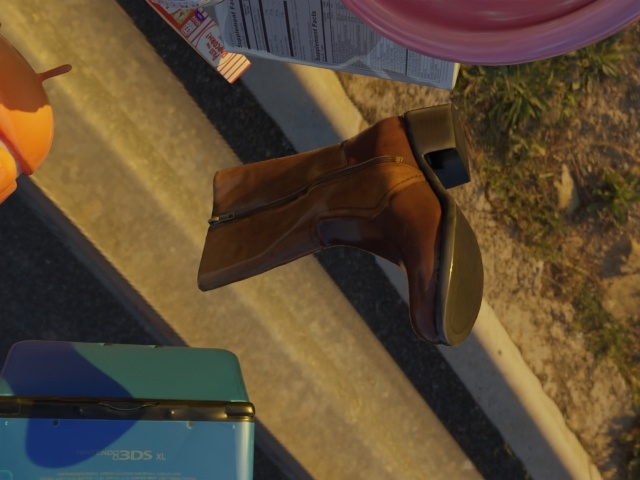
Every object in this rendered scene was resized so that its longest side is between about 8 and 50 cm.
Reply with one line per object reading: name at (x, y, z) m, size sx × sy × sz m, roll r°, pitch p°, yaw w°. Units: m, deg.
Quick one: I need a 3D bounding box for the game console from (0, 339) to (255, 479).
game console at (-0.235, 0.240, 0.881) m, size 0.293 × 0.250 × 0.173 m, roll 5°, pitch 165°, yaw -14°

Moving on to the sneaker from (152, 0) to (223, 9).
sneaker at (-0.093, -0.251, 0.395) m, size 0.094 × 0.091 × 0.258 m, roll -6°, pitch 99°, yaw 0°

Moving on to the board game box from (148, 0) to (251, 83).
board game box at (-0.197, -0.321, 1.045) m, size 0.045 × 0.193 × 0.147 m, roll -45°, pitch 150°, yaw 3°

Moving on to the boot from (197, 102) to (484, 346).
boot at (0.000, 0.000, 0.696) m, size 0.280 × 0.264 × 0.096 m, roll -14°, pitch 146°, yaw 20°

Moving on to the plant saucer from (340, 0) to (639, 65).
plant saucer at (0.120, -0.279, 0.455) m, size 0.332 × 0.084 × 0.332 m, roll 13°, pitch 112°, yaw 34°

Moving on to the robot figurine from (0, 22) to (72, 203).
robot figurine at (-0.260, -0.055, 0.456) m, size 0.128 × 0.219 × 0.158 m, roll 48°, pitch 161°, yaw -15°

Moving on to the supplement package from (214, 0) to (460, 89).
supplement package at (0.037, -0.315, 0.778) m, size 0.262 × 0.199 × 0.198 m, roll 12°, pitch 149°, yaw 12°
